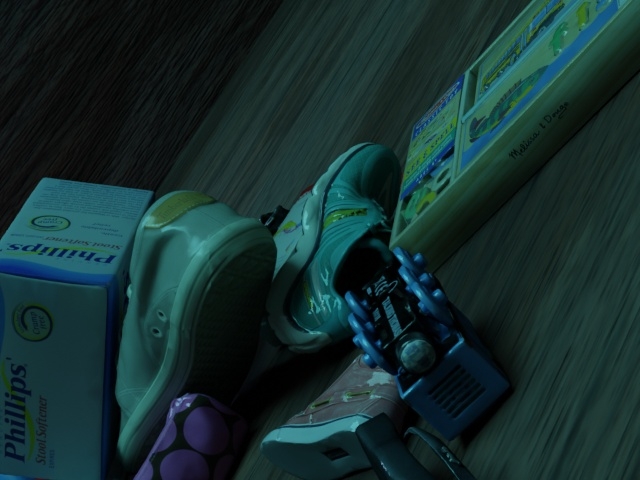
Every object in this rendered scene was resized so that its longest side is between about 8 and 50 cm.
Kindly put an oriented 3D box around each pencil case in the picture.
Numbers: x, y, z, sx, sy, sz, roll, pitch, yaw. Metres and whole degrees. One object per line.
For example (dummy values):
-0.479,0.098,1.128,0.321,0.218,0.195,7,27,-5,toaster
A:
-0.157,0.254,1.516,0.095,0.098,0.209,-38,18,50,pencil case

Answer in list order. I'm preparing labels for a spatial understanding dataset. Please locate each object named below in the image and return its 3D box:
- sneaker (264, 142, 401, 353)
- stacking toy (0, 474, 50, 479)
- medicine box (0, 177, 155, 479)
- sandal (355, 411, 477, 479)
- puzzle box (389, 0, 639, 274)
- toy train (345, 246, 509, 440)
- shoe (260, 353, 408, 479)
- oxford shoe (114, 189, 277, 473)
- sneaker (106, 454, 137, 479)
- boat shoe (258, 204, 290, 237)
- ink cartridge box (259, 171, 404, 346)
0.041,0.006,1.535,0.110,0.107,0.275,-16,39,39,sneaker
-0.345,0.341,1.914,0.165,0.175,0.302,-48,2,18,stacking toy
-0.296,0.101,1.752,0.289,0.149,0.263,-82,-2,-66,medicine box
0.073,0.158,0.962,0.054,0.097,0.254,-27,12,-4,sandal
0.222,-0.173,1.401,0.409,0.052,0.272,-47,13,28,puzzle box
0.078,0.074,1.120,0.080,0.105,0.184,-43,14,7,toy train
0.019,0.150,1.242,0.178,0.063,0.081,-25,29,56,shoe
-0.157,0.102,1.608,0.169,0.130,0.449,-34,-23,-35,oxford shoe
-0.264,0.266,1.844,0.110,0.118,0.292,-52,11,13,sneaker
-0.071,-0.023,2.105,0.046,0.038,0.125,-57,13,-17,boat shoe
0.000,0.000,1.682,0.231,0.078,0.134,-59,13,-25,ink cartridge box
